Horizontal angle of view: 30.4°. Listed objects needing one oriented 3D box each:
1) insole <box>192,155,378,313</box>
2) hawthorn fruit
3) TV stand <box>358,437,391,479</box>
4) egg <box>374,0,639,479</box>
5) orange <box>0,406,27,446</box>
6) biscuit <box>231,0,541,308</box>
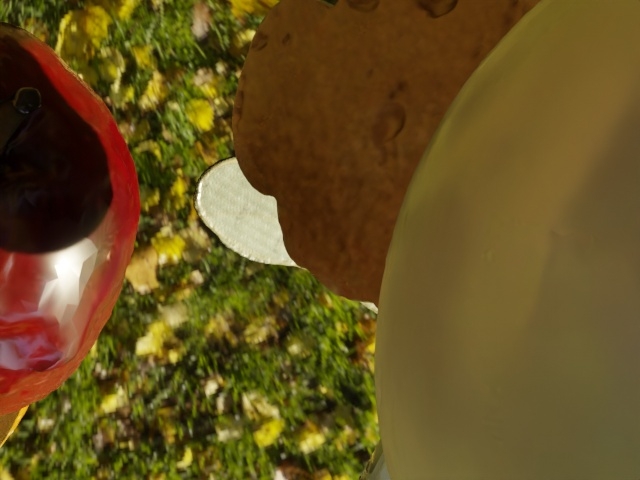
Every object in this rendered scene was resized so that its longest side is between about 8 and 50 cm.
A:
[{"bbox_3d":[0.000,0.000,1.320,0.348,0.009,0.119,31,98,-37],"label":"insole"},{"bbox_3d":[-0.193,-0.028,0.595,0.230,0.210,0.266,30,144,-17],"label":"hawthorn fruit"},{"bbox_3d":[0.073,0.210,0.959,0.088,0.083,0.269,27,103,1],"label":"TV stand"},{"bbox_3d":[0.158,0.037,0.461,0.283,0.283,0.345,-16,130,-7],"label":"egg"},{"bbox_3d":[-0.529,0.118,1.330,0.424,0.424,0.326,0,150,-13],"label":"orange"},{"bbox_3d":[0.072,-0.080,0.870,0.051,0.376,0.269,5,107,-46],"label":"biscuit"}]
